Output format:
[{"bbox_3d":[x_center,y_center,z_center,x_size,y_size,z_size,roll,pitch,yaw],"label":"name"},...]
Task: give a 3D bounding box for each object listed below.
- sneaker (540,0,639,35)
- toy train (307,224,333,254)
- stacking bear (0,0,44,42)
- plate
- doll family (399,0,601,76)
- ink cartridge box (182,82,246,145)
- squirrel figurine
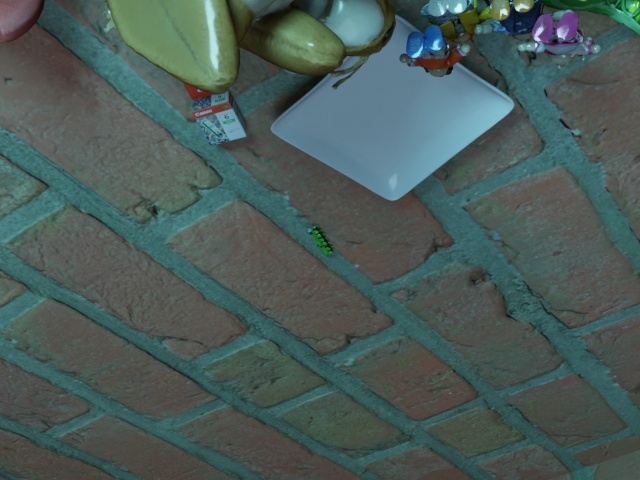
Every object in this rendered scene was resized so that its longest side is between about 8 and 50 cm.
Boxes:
[{"bbox_3d":[0.434,-0.331,1.155,0.295,0.124,0.109,3,140,-8],"label":"sneaker"},{"bbox_3d":[0.000,0.000,1.594,0.023,0.017,0.083,-10,141,23],"label":"toy train"},{"bbox_3d":[-0.366,-0.401,0.963,0.175,0.164,0.289,30,133,-1],"label":"stacking bear"},{"bbox_3d":[0.110,-0.202,1.340,0.278,0.045,0.277,27,130,-32],"label":"plate"},{"bbox_3d":[0.234,-0.290,1.149,0.262,0.118,0.163,-1,178,18],"label":"doll family"},{"bbox_3d":[-0.162,-0.200,1.328,0.062,0.029,0.115,-13,140,11],"label":"ink cartridge box"},{"bbox_3d":[-0.097,-0.325,1.000,0.370,0.396,0.281,-5,115,-62],"label":"squirrel figurine"}]
